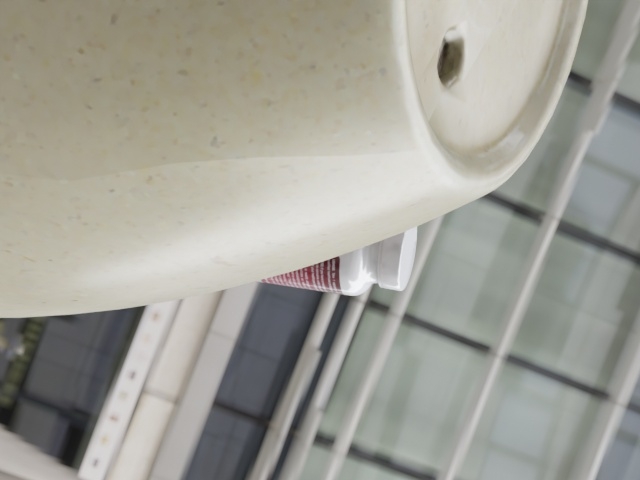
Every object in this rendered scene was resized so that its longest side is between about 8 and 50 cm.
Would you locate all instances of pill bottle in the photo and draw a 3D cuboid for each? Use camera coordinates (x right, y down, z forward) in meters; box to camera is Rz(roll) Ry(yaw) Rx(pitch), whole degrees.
[{"bbox_3d":[0.000,0.000,1.212,0.086,0.152,0.086,9,90,-76],"label":"pill bottle"}]

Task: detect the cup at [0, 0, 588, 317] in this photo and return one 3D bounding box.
[{"bbox_3d":[-0.042,-0.116,0.502,0.331,0.236,0.331,-31,126,-54],"label":"cup"}]
